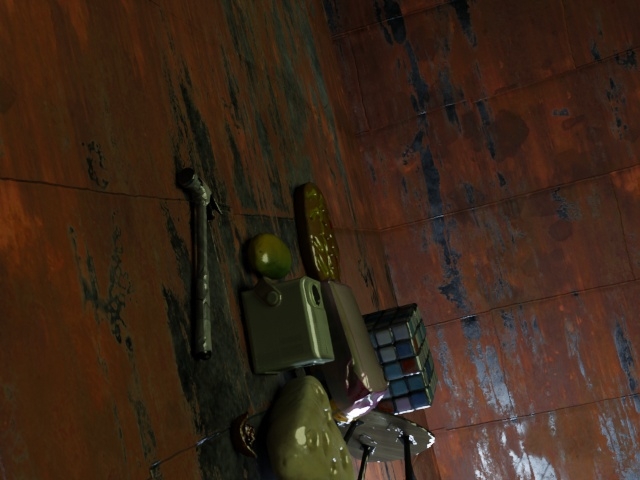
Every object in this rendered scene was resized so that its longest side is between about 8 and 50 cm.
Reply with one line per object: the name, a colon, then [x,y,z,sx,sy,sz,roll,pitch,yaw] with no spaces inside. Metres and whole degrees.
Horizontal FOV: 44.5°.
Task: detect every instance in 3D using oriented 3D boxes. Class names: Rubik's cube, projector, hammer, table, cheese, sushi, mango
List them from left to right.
hammer: [-0.259,0.051,1.675,0.152,0.044,0.427,54,27,-55]
sushi: [-0.160,0.415,1.661,0.050,0.047,0.099,18,57,-69]
mango: [-0.133,0.038,2.052,0.191,0.085,0.122,40,41,-67]
projector: [-0.081,0.198,1.909,0.163,0.177,0.242,35,41,-70]
cheese: [-0.026,0.530,1.876,0.328,0.130,0.351,-30,103,-77]
table: [0.133,0.660,2.198,0.249,0.317,0.317,-73,147,-41]
Rubik's cube: [0.203,0.393,2.539,0.293,0.287,0.292,-40,113,-74]

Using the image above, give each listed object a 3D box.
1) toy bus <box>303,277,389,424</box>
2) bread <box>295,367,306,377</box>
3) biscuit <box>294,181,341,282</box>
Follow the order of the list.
toy bus: [0.049,0.294,2.126,0.171,0.162,0.386,13,50,-50]
bread: [-0.046,0.373,2.144,0.083,0.035,0.070,-18,93,-82]
biscuit: [0.009,-0.002,2.634,0.350,0.070,0.394,35,42,-68]
